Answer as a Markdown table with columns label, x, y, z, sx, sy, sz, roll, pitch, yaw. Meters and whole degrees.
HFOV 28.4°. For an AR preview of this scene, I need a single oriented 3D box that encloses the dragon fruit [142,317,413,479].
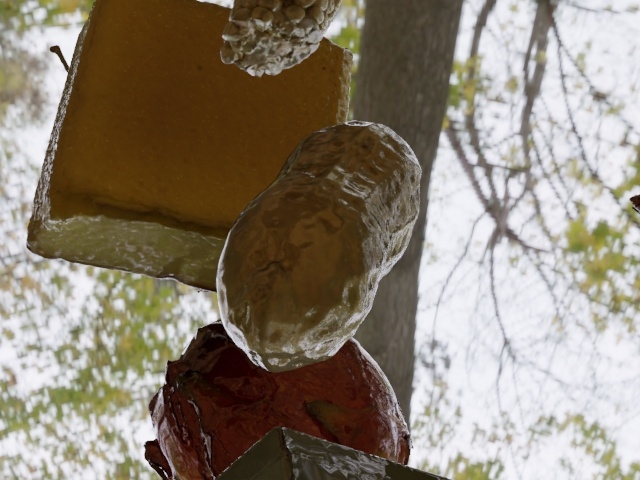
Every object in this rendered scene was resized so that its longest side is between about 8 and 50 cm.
| label | x | y | z | sx | sy | sz | roll | pitch | yaw |
| --- | --- | --- | --- | --- | --- | --- | --- | --- | --- |
| dragon fruit | -0.049 | 0.227 | 1.500 | 0.302 | 0.295 | 0.295 | 32 | -123 | 4 |

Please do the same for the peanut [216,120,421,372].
| label | x | y | z | sx | sy | sz | roll | pitch | yaw |
| --- | --- | --- | --- | --- | --- | --- | --- | --- | --- |
| peanut | 0.000 | 0.000 | 0.720 | 0.090 | 0.098 | 0.214 | 29 | -150 | 5 |

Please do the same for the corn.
| label | x | y | z | sx | sy | sz | roll | pitch | yaw |
| --- | --- | --- | --- | --- | --- | --- | --- | --- | --- |
| corn | -0.006 | -0.218 | 0.929 | 0.087 | 0.087 | 0.210 | 15 | -108 | 8 |

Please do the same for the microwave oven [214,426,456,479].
| label | x | y | z | sx | sy | sz | roll | pitch | yaw |
| --- | --- | --- | --- | --- | --- | --- | --- | --- | --- |
| microwave oven | -0.036 | 0.356 | 0.933 | 0.218 | 0.355 | 0.286 | 23 | -144 | -36 |

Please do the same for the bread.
| label | x | y | z | sx | sy | sz | roll | pitch | yaw |
| --- | --- | --- | --- | --- | --- | --- | --- | --- | --- |
| bread | -0.138 | -0.109 | 1.431 | 0.324 | 0.143 | 0.333 | 15 | -122 | -11 |

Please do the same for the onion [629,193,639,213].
| label | x | y | z | sx | sy | sz | roll | pitch | yaw |
| --- | --- | --- | --- | --- | --- | --- | --- | --- | --- |
| onion | 0.366 | 0.011 | 1.142 | 0.195 | 0.159 | 0.159 | 39 | -120 | 8 |

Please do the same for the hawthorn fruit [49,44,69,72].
| label | x | y | z | sx | sy | sz | roll | pitch | yaw |
| --- | --- | --- | --- | --- | --- | --- | --- | --- | --- |
| hawthorn fruit | -0.261 | -0.112 | 1.572 | 0.165 | 0.285 | 0.165 | -18 | -168 | 4 |
